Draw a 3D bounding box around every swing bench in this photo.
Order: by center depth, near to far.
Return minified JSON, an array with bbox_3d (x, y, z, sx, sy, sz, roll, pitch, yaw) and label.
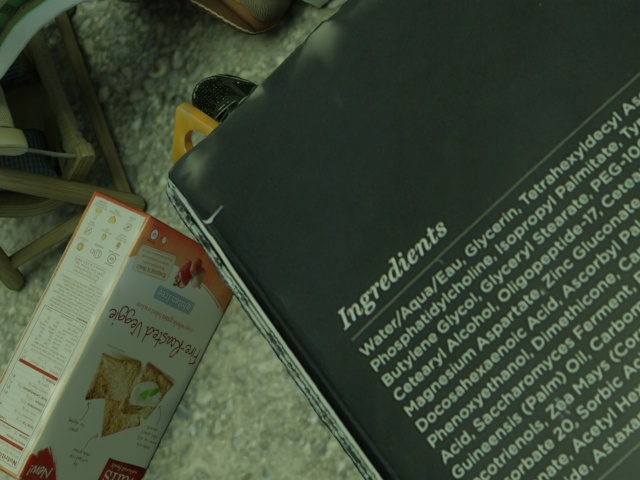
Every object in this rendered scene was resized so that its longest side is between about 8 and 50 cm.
[{"bbox_3d":[-0.315,-0.126,1.585,0.165,0.255,0.253,-32,61,15],"label":"swing bench"}]

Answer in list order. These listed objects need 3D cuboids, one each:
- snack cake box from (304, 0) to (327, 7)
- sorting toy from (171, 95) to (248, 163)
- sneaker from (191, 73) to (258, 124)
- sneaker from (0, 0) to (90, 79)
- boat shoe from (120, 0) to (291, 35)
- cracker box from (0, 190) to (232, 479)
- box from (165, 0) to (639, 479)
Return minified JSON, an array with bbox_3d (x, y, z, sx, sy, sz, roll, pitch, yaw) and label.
[{"bbox_3d":[-0.021,-0.356,1.586,0.152,0.089,0.264,-40,58,26],"label":"snack cake box"},{"bbox_3d":[0.000,0.000,1.427,0.348,0.196,0.047,25,44,33],"label":"sorting toy"},{"bbox_3d":[-0.053,-0.089,1.536,0.072,0.077,0.178,-50,57,3],"label":"sneaker"},{"bbox_3d":[-0.267,-0.242,1.433,0.410,0.182,0.158,-39,67,-22],"label":"sneaker"},{"bbox_3d":[-0.156,-0.274,1.649,0.324,0.123,0.116,40,128,24],"label":"boat shoe"},{"bbox_3d":[-0.171,0.095,1.490,0.067,0.156,0.232,24,86,32],"label":"cracker box"},{"bbox_3d":[0.234,0.104,1.052,0.297,0.480,0.472,-44,56,8],"label":"box"}]
